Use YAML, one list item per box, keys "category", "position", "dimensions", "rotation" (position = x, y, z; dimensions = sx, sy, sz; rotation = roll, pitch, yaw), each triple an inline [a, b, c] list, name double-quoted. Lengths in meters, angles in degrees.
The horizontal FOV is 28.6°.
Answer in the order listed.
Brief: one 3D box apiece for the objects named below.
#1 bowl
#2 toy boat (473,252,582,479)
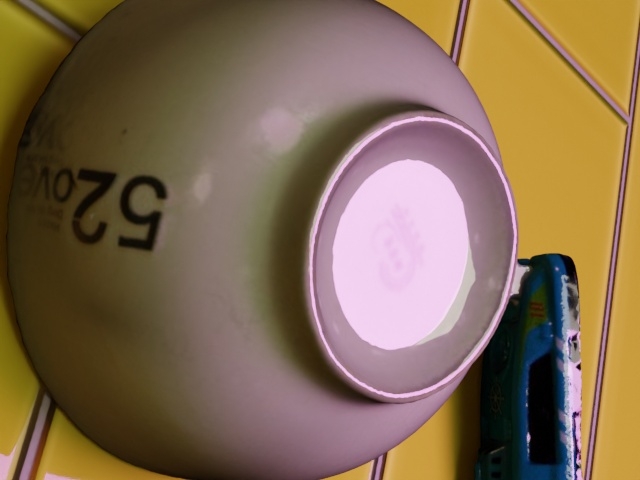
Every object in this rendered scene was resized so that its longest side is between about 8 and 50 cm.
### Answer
- category: "bowl"
  position: [0.000, 0.000, 0.797]
  dimensions: [0.354, 0.185, 0.354]
  rotation: [-7, 100, -38]
- category: "toy boat"
  position: [0.169, 0.161, 1.109]
  dimensions: [0.092, 0.134, 0.299]
  rotation: [2, 83, -12]
